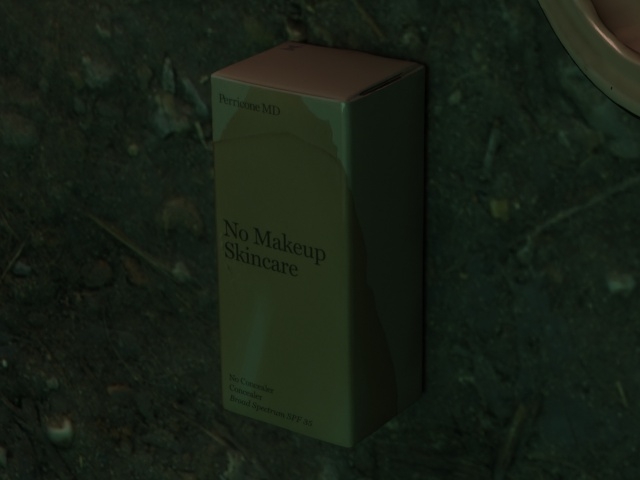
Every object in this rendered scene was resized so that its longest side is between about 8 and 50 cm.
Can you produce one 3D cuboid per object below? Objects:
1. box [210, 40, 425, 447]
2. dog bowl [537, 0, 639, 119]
[{"bbox_3d":[0.000,0.000,1.567,0.148,0.121,0.311,13,116,32],"label":"box"},{"bbox_3d":[0.263,-0.279,1.142,0.408,0.150,0.407,168,90,-68],"label":"dog bowl"}]
